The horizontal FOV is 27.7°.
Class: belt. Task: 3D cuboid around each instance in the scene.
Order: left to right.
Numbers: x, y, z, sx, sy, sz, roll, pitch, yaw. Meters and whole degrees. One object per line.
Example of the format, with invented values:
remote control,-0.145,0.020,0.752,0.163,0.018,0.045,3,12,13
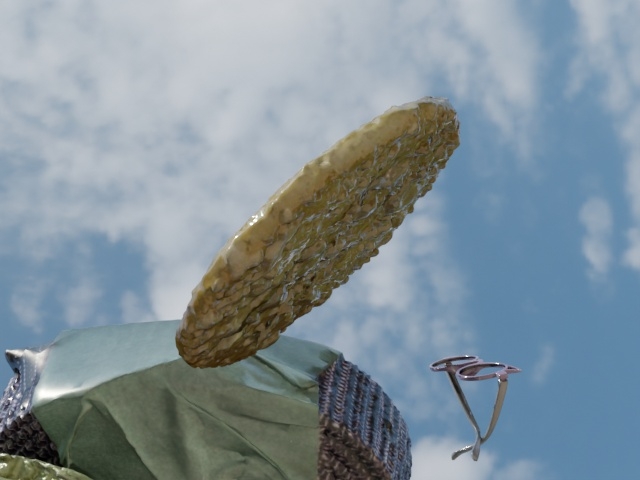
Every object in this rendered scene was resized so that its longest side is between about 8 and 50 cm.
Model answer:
belt,-0.095,0.182,0.952,0.325,0.122,0.260,-6,-61,11

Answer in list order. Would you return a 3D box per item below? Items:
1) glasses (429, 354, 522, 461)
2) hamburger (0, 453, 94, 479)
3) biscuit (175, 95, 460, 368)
glasses,0.165,0.178,1.358,0.063,0.140,0.103,-11,-86,-19
hamburger,-0.192,0.204,0.871,0.062,0.140,0.133,-41,-57,-45
biscuit,-0.001,-0.001,0.739,0.220,0.220,0.033,-38,-104,-22
